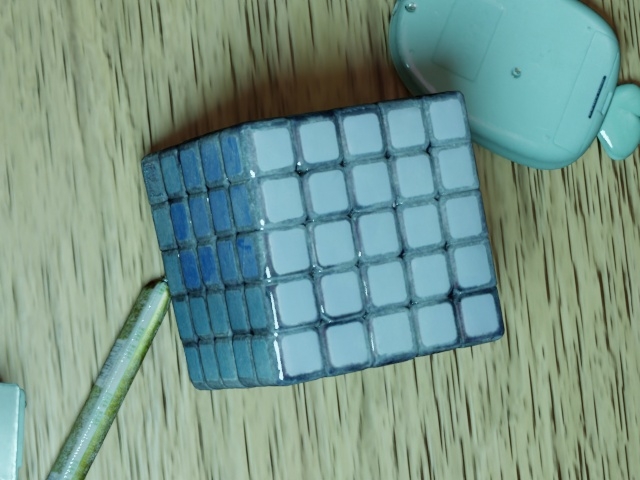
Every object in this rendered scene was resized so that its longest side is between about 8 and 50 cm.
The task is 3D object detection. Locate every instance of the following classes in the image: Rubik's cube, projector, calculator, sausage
[{"bbox_3d":[0.000,0.000,1.795,0.238,0.237,0.236,-11,90,-26],"label":"Rubik's cube"},{"bbox_3d":[-0.300,0.199,1.753,0.061,0.115,0.147,4,85,-17],"label":"projector"},{"bbox_3d":[0.206,-0.174,1.987,0.295,0.042,0.184,24,79,-14],"label":"calculator"},{"bbox_3d":[-0.201,0.149,1.833,0.033,0.033,0.269,29,78,-14],"label":"sausage"}]
